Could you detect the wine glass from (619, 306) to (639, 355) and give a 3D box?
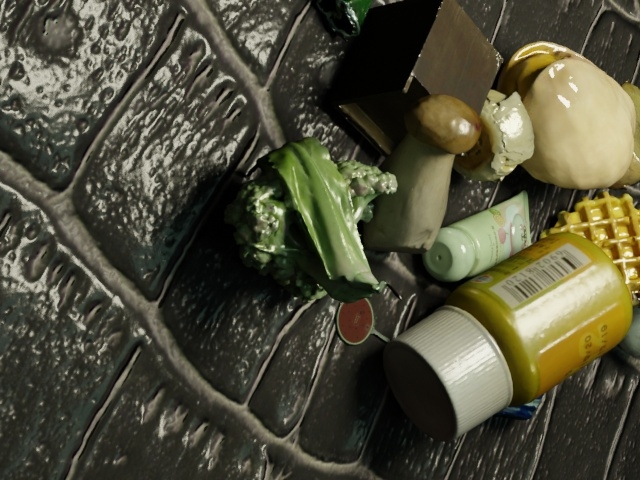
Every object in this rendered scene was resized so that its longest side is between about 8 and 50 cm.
[{"bbox_3d":[0.616,0.110,2.180,0.126,0.126,0.241,-46,122,-32],"label":"wine glass"}]

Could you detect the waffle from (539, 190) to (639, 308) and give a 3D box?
[{"bbox_3d":[0.548,0.044,2.044,0.283,0.065,0.309,37,79,7],"label":"waffle"}]

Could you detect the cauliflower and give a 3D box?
[{"bbox_3d":[0.000,0.000,1.509,0.239,0.315,0.256,-49,144,18],"label":"cauliflower"}]

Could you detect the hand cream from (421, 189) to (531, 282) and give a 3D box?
[{"bbox_3d":[0.290,0.004,1.911,0.306,0.093,0.147,-15,101,-50],"label":"hand cream"}]

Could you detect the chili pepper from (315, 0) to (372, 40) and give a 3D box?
[{"bbox_3d":[0.077,-0.417,1.712,0.227,0.059,0.088,-57,130,-31],"label":"chili pepper"}]

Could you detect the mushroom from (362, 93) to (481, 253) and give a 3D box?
[{"bbox_3d":[0.139,-0.076,1.635,0.128,0.128,0.350,-35,159,-36],"label":"mushroom"}]

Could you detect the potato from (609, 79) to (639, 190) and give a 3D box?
[{"bbox_3d":[0.556,-0.202,2.113,0.098,0.138,0.243,37,42,-24],"label":"potato"}]

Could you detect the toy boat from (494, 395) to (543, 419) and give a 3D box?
[{"bbox_3d":[0.341,0.177,1.991,0.220,0.067,0.291,18,68,-40],"label":"toy boat"}]

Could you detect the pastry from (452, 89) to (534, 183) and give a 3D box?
[{"bbox_3d":[0.276,-0.177,1.834,0.088,0.166,0.165,-28,110,-40],"label":"pastry"}]

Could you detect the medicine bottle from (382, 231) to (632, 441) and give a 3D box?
[{"bbox_3d":[0.308,0.159,1.800,0.384,0.224,0.224,-28,111,-25],"label":"medicine bottle"}]

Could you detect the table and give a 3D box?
[{"bbox_3d":[0.145,-0.248,1.697,0.169,0.172,0.193,41,61,-35],"label":"table"}]

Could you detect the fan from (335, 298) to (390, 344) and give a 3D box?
[{"bbox_3d":[0.071,0.137,1.758,0.133,0.005,0.085,36,67,-37],"label":"fan"}]

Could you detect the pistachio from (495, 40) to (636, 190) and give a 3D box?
[{"bbox_3d":[0.436,-0.209,1.923,0.309,0.230,0.230,47,62,-33],"label":"pistachio"}]
